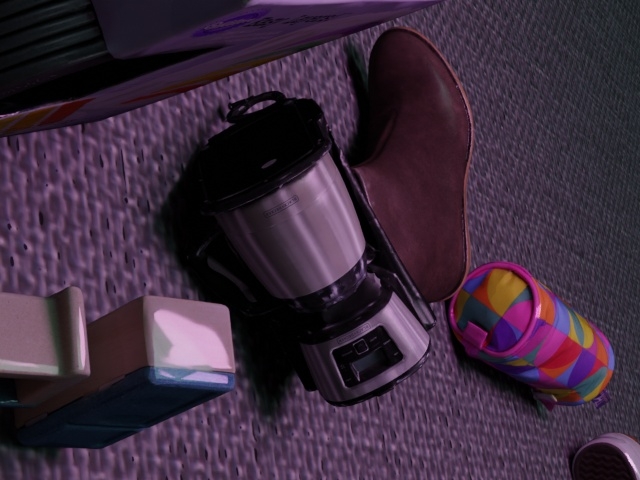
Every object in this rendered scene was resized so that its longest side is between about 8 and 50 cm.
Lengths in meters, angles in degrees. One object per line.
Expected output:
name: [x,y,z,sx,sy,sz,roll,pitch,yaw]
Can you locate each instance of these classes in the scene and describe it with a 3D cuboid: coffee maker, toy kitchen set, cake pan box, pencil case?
coffee maker: [0.000,0.000,0.943,0.178,0.120,0.171,61,26,-25]
toy kitchen set: [-0.149,0.113,0.606,0.207,0.122,0.166,10,64,-41]
cake pan box: [-0.090,-0.109,0.674,0.267,0.245,0.070,-23,95,-66]
pencil case: [0.212,0.100,1.352,0.236,0.104,0.104,35,44,-53]

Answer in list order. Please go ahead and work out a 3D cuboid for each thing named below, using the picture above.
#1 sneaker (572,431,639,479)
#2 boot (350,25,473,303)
sneaker: [0.372,0.347,1.509,0.123,0.106,0.290,-6,79,-63]
boot: [0.068,-0.066,1.161,0.207,0.090,0.248,-10,87,-67]
